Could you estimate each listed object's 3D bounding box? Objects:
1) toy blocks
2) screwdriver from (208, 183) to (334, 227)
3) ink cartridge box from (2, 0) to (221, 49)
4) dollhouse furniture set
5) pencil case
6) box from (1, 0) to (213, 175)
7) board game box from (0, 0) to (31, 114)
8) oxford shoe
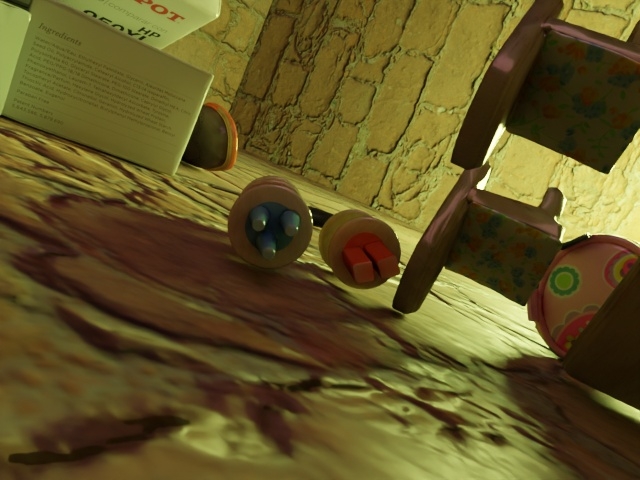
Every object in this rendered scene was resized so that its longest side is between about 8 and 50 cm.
[{"bbox_3d":[0.000,0.000,0.393,0.123,0.054,0.148,22,7,-8],"label":"toy blocks"},{"bbox_3d":[-0.054,-0.045,0.718,0.170,0.024,0.025,19,37,-18],"label":"screwdriver"},{"bbox_3d":[-0.352,-0.342,0.743,0.395,0.166,0.285,-10,-17,39],"label":"ink cartridge box"},{"bbox_3d":[0.236,-0.006,0.254,0.362,0.394,0.256,26,46,14],"label":"dollhouse furniture set"},{"bbox_3d":[0.299,0.067,0.606,0.124,0.124,0.284,27,9,33],"label":"pencil case"},{"bbox_3d":[-0.241,-0.170,0.649,0.182,0.119,0.181,19,8,-31],"label":"box"},{"bbox_3d":[-0.424,-0.212,0.472,0.303,0.097,0.224,25,8,30],"label":"board game box"},{"bbox_3d":[-0.210,-0.154,0.850,0.098,0.097,0.271,-8,21,-38],"label":"oxford shoe"}]
